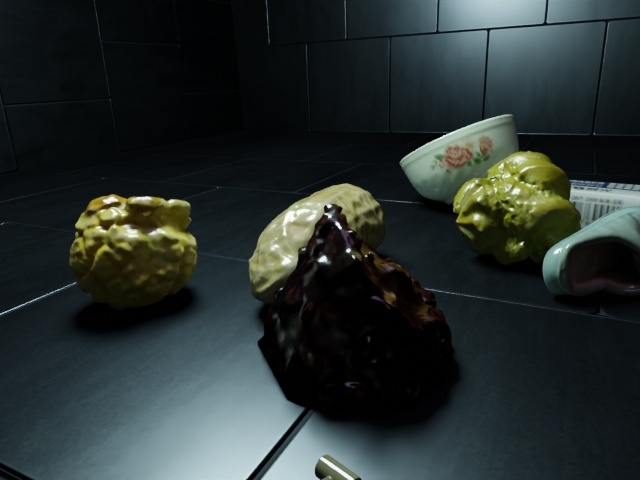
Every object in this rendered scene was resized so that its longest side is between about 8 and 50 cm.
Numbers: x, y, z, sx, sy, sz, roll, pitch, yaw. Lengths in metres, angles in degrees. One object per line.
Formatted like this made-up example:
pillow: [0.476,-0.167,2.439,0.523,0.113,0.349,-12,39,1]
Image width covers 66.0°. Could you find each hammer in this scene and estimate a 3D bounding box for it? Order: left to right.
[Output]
hammer: [-0.018,0.181,0.347,0.036,0.019,0.110,16,9,43]

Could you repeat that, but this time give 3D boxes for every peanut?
peanut: [0.000,0.000,0.758,0.153,0.140,0.325,-24,8,37]

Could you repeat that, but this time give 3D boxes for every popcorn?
popcorn: [-0.263,0.013,0.711,0.180,0.180,0.170,-3,52,-1]

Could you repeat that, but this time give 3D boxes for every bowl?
bowl: [0.338,-0.171,1.151,0.277,0.145,0.277,-20,-5,-2]

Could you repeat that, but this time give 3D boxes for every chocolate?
chocolate: [0.042,0.048,0.541,0.206,0.177,0.224,-9,21,-19]

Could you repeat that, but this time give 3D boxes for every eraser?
eraser: [0.510,-0.076,1.010,0.279,0.081,0.124,11,22,34]

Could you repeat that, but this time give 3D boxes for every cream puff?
cream puff: [0.316,-0.052,0.828,0.195,0.194,0.221,-2,14,-1]

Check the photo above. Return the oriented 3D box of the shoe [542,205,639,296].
shoe: [0.430,0.023,0.696,0.251,0.103,0.100,-16,21,-23]
